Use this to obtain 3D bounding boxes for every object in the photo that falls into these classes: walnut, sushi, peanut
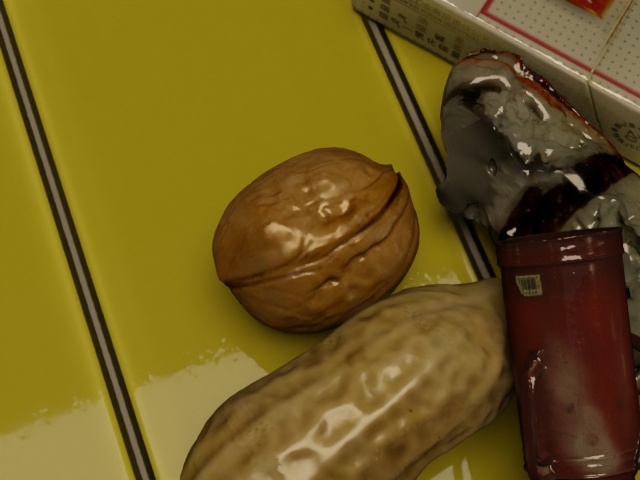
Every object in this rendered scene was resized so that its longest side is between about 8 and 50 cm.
[{"bbox_3d":[0.000,0.000,0.914,0.180,0.144,0.144,-38,75,-19],"label":"walnut"},{"bbox_3d":[0.206,-0.020,0.926,0.332,0.124,0.130,47,45,14],"label":"sushi"},{"bbox_3d":[0.039,0.136,0.860,0.325,0.153,0.140,-31,39,-21],"label":"peanut"}]

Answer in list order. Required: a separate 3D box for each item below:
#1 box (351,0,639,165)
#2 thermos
[{"bbox_3d":[0.223,-0.237,1.036,0.330,0.095,0.210,31,71,8],"label":"box"},{"bbox_3d":[0.185,0.110,0.816,0.124,0.099,0.232,-7,92,-46],"label":"thermos"}]
